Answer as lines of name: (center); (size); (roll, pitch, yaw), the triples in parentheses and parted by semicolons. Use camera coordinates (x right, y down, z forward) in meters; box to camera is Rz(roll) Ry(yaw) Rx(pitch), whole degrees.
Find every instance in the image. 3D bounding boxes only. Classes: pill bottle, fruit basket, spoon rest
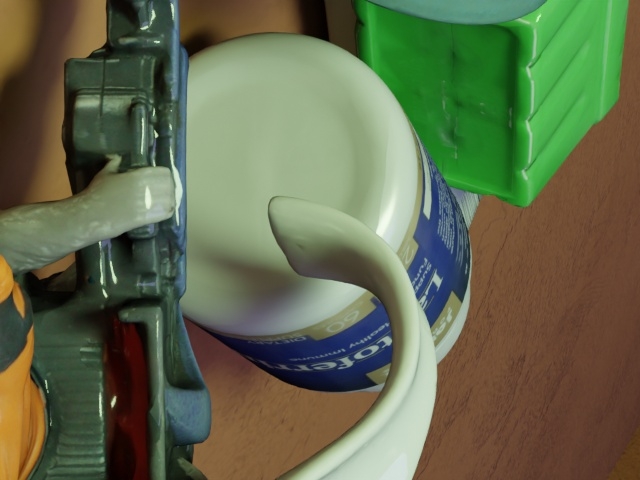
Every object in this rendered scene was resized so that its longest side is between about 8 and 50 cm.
pill bottle: (0.000, 0.000, 0.959); (0.153, 0.153, 0.264); (-62, 161, -6)
fruit basket: (0.120, -0.217, 1.069); (0.327, 0.165, 0.353); (80, 24, -60)
spoon rest: (-0.010, 0.109, 0.701); (0.137, 0.084, 0.276); (62, 36, -53)

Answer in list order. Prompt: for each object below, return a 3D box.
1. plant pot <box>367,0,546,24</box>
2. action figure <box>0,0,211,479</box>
plant pot: (0.075, -0.238, 0.725); (0.271, 0.271, 0.255); (-40, 163, -50)
action figure: (-0.143, 0.021, 0.696); (0.330, 0.178, 0.341); (21, 70, -78)
